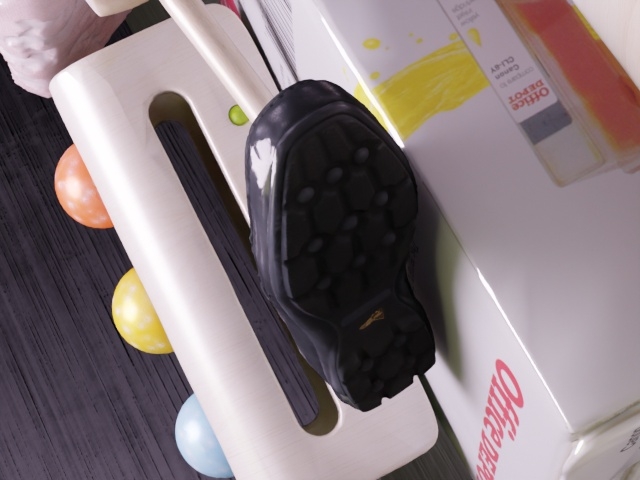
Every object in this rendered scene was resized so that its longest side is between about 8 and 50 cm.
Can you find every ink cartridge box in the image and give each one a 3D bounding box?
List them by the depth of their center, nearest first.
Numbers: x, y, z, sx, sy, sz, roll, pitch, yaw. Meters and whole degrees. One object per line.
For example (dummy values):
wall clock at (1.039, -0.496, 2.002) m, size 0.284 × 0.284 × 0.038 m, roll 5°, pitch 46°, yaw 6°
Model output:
ink cartridge box at (0.087, -0.053, 0.840) m, size 0.384 × 0.160 × 0.279 m, roll 61°, pitch 172°, yaw 21°

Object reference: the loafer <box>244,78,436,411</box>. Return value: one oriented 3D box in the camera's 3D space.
loafer at (0.000, 0.000, 0.709) m, size 0.078 × 0.076 × 0.223 m, roll 50°, pitch 168°, yaw 30°

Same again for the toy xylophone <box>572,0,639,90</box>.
toy xylophone at (0.164, -0.092, 0.512) m, size 0.236 × 0.081 × 0.322 m, roll 59°, pitch 170°, yaw 12°

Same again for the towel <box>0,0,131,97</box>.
towel at (-0.079, -0.250, 0.847) m, size 0.053 × 0.317 × 0.332 m, roll 35°, pitch 166°, yaw 9°

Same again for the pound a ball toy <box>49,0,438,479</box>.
pound a ball toy at (-0.062, -0.005, 0.883) m, size 0.319 × 0.136 × 0.208 m, roll 64°, pitch 174°, yaw 1°
